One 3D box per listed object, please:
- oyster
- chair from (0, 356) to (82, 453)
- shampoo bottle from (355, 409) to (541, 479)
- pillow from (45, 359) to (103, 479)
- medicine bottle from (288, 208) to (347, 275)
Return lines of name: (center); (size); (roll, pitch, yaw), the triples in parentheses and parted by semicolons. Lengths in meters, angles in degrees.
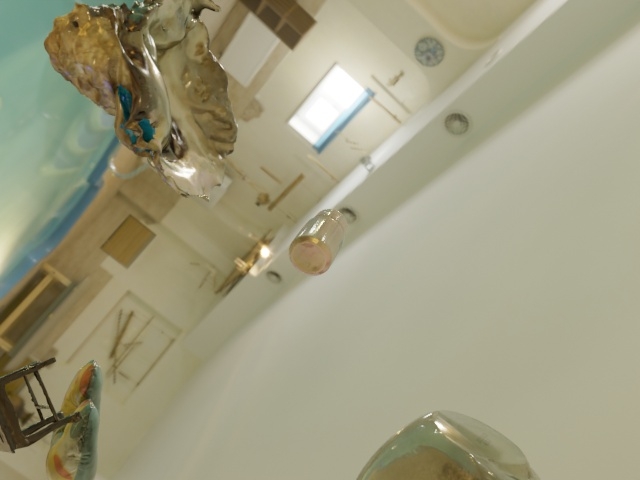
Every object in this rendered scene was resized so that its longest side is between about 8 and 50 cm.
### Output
oyster: (-0.146, -0.134, 0.563); (0.083, 0.222, 0.214); (1, -148, 17)
chair: (-0.473, 0.249, 0.800); (0.229, 0.113, 0.106); (-22, 180, -40)
shampoo bottle: (0.217, 0.471, 0.987); (0.317, 0.322, 0.322); (-56, -171, 8)
pillow: (-0.437, 0.338, 1.059); (0.214, 0.086, 0.233); (-66, -157, 18)
medicine bottle: (0.000, 0.000, 0.683); (0.052, 0.052, 0.089); (-44, -174, 32)
